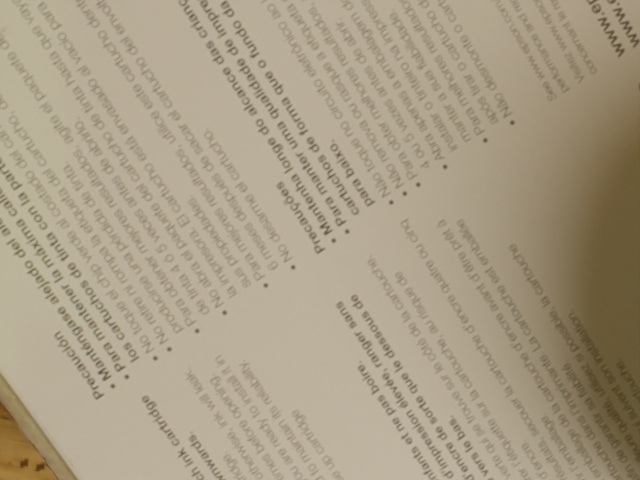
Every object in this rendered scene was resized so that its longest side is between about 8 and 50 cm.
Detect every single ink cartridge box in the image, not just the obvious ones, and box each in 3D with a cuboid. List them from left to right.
[{"bbox_3d":[0.000,0.000,0.436,0.330,0.071,0.324,-33,102,-2],"label":"ink cartridge box"}]
